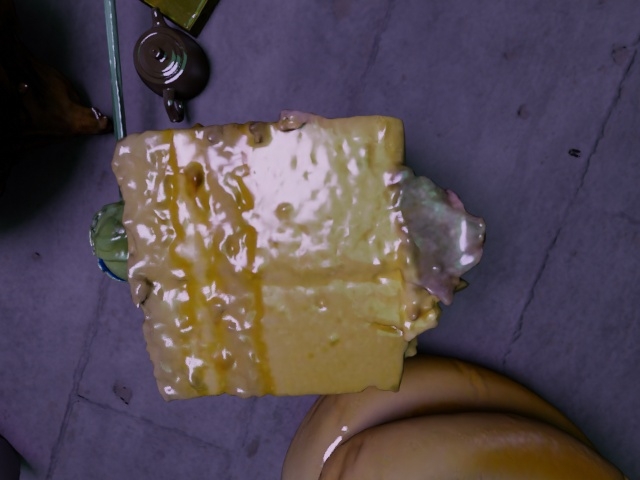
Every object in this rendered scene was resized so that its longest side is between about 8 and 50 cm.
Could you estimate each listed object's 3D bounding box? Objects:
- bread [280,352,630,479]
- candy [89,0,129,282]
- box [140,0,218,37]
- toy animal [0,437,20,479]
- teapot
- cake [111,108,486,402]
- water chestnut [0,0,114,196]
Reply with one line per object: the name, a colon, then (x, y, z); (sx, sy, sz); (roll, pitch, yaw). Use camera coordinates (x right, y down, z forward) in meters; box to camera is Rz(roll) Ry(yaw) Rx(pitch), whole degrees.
bread: (0.154, 0.318, 0.433); (0.424, 0.245, 0.329); (42, 97, -5)
candy: (-0.213, -0.116, 0.470); (0.092, 0.093, 0.336); (1, 104, 5)
box: (-0.143, -0.348, 0.491); (0.121, 0.030, 0.193); (34, 97, 0)
toy animal: (-0.486, 0.291, 0.524); (0.179, 0.138, 0.166); (-38, 76, 2)
teapot: (-0.169, -0.192, 0.488); (0.076, 0.068, 0.121); (-5, 96, 4)
cake: (0.000, 0.000, 0.421); (0.286, 0.227, 0.222); (-5, 100, 6)
water chestnut: (-0.380, -0.146, 0.411); (0.346, 0.335, 0.335); (4, 97, -27)
